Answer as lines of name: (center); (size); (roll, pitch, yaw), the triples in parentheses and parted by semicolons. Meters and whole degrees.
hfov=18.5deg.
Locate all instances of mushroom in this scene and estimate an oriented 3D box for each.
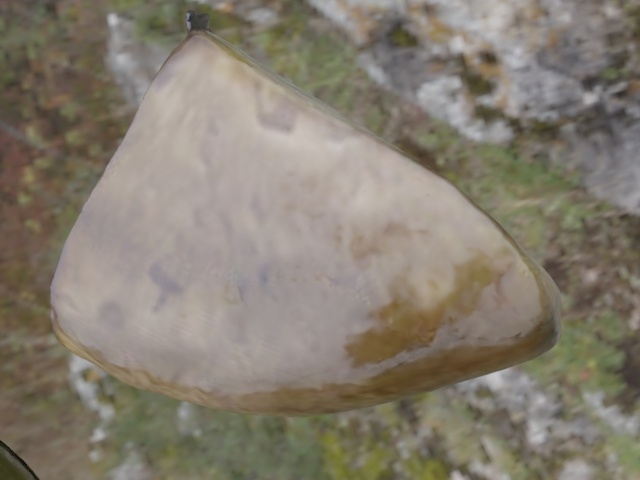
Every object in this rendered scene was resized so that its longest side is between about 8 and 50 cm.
mushroom: (-0.009, 0.043, 1.679); (0.397, 0.224, 0.314); (31, 87, 21)

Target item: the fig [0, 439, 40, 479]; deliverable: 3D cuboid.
fig: (-0.185, 0.148, 0.671); (0.259, 0.151, 0.151); (-30, 82, 44)
